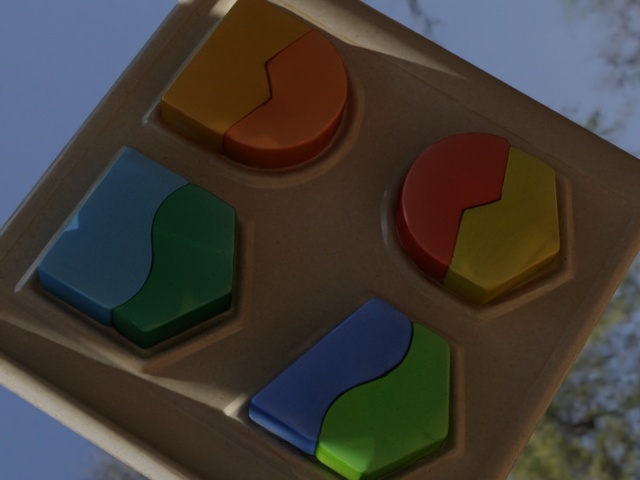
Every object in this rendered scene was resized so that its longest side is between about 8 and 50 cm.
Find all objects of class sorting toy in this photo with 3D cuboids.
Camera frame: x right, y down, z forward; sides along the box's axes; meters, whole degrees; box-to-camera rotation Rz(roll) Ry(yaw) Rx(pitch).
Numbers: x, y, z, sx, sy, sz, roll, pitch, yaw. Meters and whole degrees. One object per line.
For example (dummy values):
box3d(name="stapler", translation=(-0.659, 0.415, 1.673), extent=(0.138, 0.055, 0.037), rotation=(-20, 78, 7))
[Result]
box3d(name="sorting toy", translation=(0.000, 0.000, 0.570), extent=(0.208, 0.193, 0.038), rotation=(-55, -10, -27))
